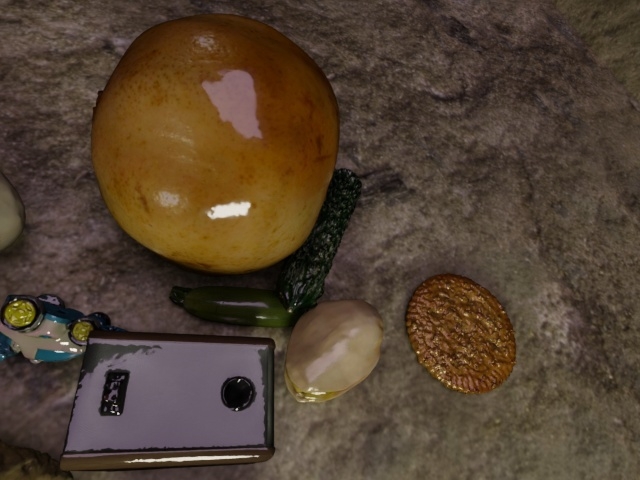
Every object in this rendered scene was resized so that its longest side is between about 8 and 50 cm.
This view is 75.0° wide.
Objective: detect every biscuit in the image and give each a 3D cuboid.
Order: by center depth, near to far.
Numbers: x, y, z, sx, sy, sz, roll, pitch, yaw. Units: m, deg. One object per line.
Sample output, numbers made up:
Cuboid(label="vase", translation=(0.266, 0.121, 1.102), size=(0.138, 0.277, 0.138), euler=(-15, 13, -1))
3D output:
Cuboid(label="biscuit", translation=(0.289, 0.180, 0.845), size=(0.253, 0.035, 0.254), euler=(8, 59, -14))

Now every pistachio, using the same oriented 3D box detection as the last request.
Cuboid(label="pistachio", translation=(0.020, 0.180, 0.704), size=(0.200, 0.117, 0.145), euler=(-35, 69, -24))

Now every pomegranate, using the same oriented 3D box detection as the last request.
Cuboid(label="pomegranate", translation=(-0.168, -0.143, 0.672), size=(0.416, 0.417, 0.417), euler=(9, 60, -15))

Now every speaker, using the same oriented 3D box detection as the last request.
Cuboid(label="speaker", translation=(-0.188, 0.219, 0.561), size=(0.230, 0.193, 0.153), euler=(7, 59, -17))

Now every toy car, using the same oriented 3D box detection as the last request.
Cuboid(label="toy car", translation=(-0.374, 0.139, 0.597), size=(0.161, 0.126, 0.098), euler=(27, 78, -15))

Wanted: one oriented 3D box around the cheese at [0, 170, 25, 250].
Cuboid(label="cheese", translation=(-0.655, -0.043, 0.579), size=(0.351, 0.130, 0.328), euler=(38, 54, 6))

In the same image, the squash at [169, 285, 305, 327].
Cuboid(label="squash", translation=(-0.130, 0.114, 0.716), size=(0.251, 0.066, 0.066), euler=(7, 60, -15))

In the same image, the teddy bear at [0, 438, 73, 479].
Cuboid(label="teddy bear", translation=(-0.451, 0.317, 0.437), size=(0.267, 0.156, 0.256), euler=(30, 58, -3))

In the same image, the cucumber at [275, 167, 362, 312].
Cuboid(label="cucumber", translation=(0.000, 0.000, 0.780), size=(0.096, 0.096, 0.360), euler=(25, 48, -5))
